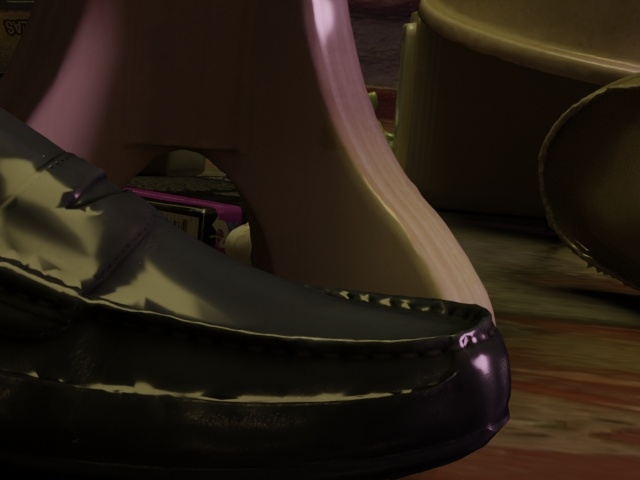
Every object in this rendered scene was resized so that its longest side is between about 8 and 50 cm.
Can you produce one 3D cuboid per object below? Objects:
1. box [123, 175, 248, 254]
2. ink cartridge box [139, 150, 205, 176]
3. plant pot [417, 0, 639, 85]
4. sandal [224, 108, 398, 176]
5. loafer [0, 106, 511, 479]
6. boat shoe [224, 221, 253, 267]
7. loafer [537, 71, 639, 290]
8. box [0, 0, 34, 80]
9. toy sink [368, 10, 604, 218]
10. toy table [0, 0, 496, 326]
[{"bbox_3d":[-0.048,-0.012,0.874,0.116,0.029,0.162,10,9,36],"label":"box"},{"bbox_3d":[-0.179,-0.124,1.310,0.190,0.140,0.082,7,5,17],"label":"ink cartridge box"},{"bbox_3d":[0.247,-0.262,1.102,0.333,0.306,0.334,8,17,-2],"label":"plant pot"},{"bbox_3d":[0.008,-0.040,1.091,0.079,0.088,0.240,37,17,4],"label":"sandal"},{"bbox_3d":[-0.069,0.010,0.394,0.223,0.078,0.076,5,6,6],"label":"loafer"},{"bbox_3d":[0.000,0.000,0.778,0.035,0.035,0.100,14,17,42],"label":"boat shoe"},{"bbox_3d":[0.167,-0.015,0.706,0.092,0.102,0.268,-7,13,-32],"label":"loafer"},{"bbox_3d":[-0.144,-0.157,1.157,0.247,0.163,0.142,1,-34,15],"label":"box"},{"bbox_3d":[0.111,-0.090,1.259,0.234,0.131,0.153,5,5,1],"label":"toy sink"},{"bbox_3d":[-0.041,-0.050,0.610,0.274,0.161,0.252,-1,8,-39],"label":"toy table"}]
